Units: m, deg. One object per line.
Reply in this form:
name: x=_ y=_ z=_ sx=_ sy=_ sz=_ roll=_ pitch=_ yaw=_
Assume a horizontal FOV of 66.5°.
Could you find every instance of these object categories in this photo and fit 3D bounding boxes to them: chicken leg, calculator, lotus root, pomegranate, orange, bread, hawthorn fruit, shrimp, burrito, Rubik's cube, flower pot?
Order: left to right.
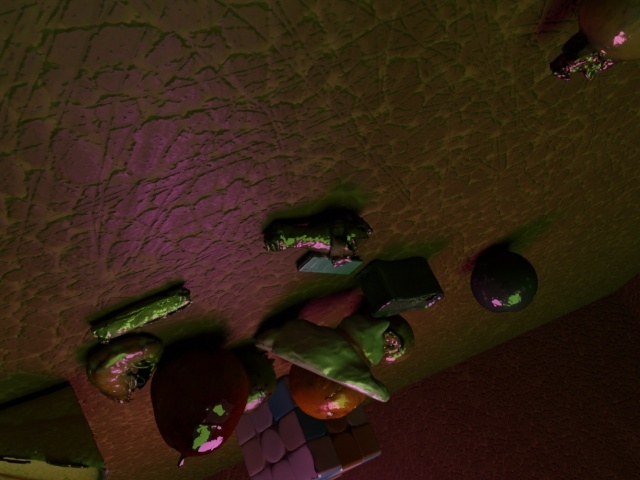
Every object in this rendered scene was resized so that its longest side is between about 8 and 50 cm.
bread: x=-0.662 y=0.495 z=1.032 sx=0.405 sy=0.242 sz=0.345 roll=-18 pitch=150 yaw=-23
shrimp: x=-0.401 y=0.276 z=1.036 sx=0.152 sy=0.063 sz=0.287 roll=-26 pitch=154 yaw=-25
burrito: x=-0.315 y=0.131 z=0.863 sx=0.186 sy=0.041 sz=0.045 roll=-22 pitch=111 yaw=-6
hawthorn fruit: x=-0.271 y=0.370 z=1.093 sx=0.224 sy=0.260 sz=0.224 roll=5 pitch=164 yaw=1
pomegranate: x=-0.183 y=0.363 z=1.283 sx=0.159 sy=0.159 sz=0.205 roll=-38 pitch=176 yaw=24
Rubik's cube: x=-0.056 y=0.702 z=1.771 sx=0.344 sy=0.347 sz=0.346 roll=9 pitch=139 yaw=-47
chicken leg: x=0.006 y=-0.003 z=0.856 sx=0.196 sy=0.080 sz=0.125 roll=7 pitch=152 yaw=-46
orange: x=0.026 y=0.419 z=1.470 sx=0.240 sy=0.240 sz=0.240 roll=-20 pitch=153 yaw=-11
calculator: x=0.021 y=0.051 z=1.025 sx=0.172 sy=0.018 sz=0.057 roll=9 pitch=139 yaw=-48
lotus root: x=0.173 y=0.261 z=1.357 sx=0.146 sy=0.160 sz=0.284 roll=-32 pitch=178 yaw=0
flower pot: x=0.198 y=0.114 z=1.194 sx=0.229 sy=0.108 sz=0.103 roll=0 pitch=145 yaw=-38
lotus root: x=0.424 y=-0.315 z=0.563 sx=0.169 sy=0.151 sz=0.342 roll=8 pitch=135 yaw=-47

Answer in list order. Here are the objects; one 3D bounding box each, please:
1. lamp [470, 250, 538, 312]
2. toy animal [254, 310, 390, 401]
lamp: x=0.530 y=0.128 z=1.467 sx=0.182 sy=0.182 sz=0.314 roll=-26 pitch=172 yaw=1
toy animal: x=0.007 y=0.241 z=1.198 sx=0.266 sy=0.188 sz=0.308 roll=22 pitch=174 yaw=-36
